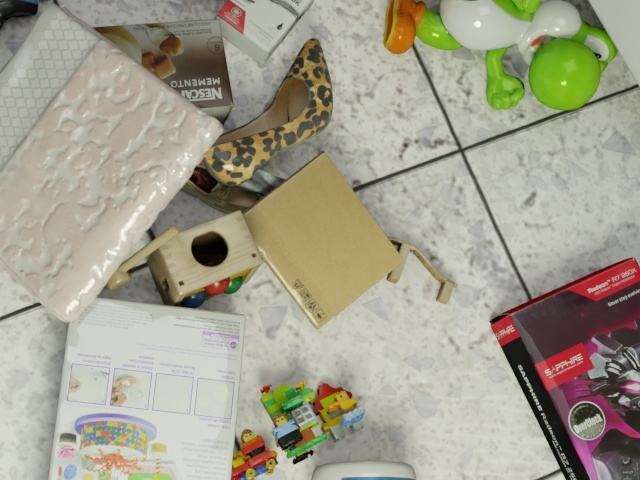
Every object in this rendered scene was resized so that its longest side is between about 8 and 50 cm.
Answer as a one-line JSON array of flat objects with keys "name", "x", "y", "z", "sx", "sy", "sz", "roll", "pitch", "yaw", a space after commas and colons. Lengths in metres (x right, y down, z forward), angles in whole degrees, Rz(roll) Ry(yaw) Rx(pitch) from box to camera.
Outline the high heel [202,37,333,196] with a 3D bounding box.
[{"name": "high heel", "x": -0.078, "y": -0.193, "z": 1.943, "sx": 0.186, "sy": 0.093, "sz": 0.261, "roll": 21, "pitch": 75, "yaw": -40}]

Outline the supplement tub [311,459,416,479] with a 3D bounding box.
[{"name": "supplement tub", "x": 0.060, "y": 0.403, "z": 1.820, "sx": 0.144, "sy": 0.144, "sz": 0.200, "roll": 3, "pitch": 75, "yaw": -13}]

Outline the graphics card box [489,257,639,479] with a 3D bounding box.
[{"name": "graphics card box", "x": 0.434, "y": 0.235, "z": 1.984, "sx": 0.232, "sy": 0.094, "sz": 0.371, "roll": -22, "pitch": 82, "yaw": -18}]

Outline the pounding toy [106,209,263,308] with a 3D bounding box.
[{"name": "pounding toy", "x": -0.189, "y": 0.042, "z": 1.839, "sx": 0.206, "sy": 0.181, "sz": 0.094, "roll": -22, "pitch": 81, "yaw": -18}]

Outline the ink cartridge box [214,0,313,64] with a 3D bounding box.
[{"name": "ink cartridge box", "x": -0.083, "y": -0.350, "z": 2.039, "sx": 0.099, "sy": 0.056, "sz": 0.135, "roll": 36, "pitch": 70, "yaw": -1}]

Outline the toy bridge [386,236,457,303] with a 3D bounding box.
[{"name": "toy bridge", "x": 0.117, "y": 0.032, "z": 1.998, "sx": 0.188, "sy": 0.026, "sz": 0.063, "roll": 23, "pitch": 70, "yaw": -7}]

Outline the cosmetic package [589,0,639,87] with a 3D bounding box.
[{"name": "cosmetic package", "x": 0.579, "y": -0.336, "z": 2.098, "sx": 0.230, "sy": 0.161, "sz": 0.453, "roll": -22, "pitch": 80, "yaw": -48}]

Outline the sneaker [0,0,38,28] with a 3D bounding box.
[{"name": "sneaker", "x": -0.491, "y": -0.302, "z": 1.932, "sx": 0.188, "sy": 0.067, "sz": 0.078, "roll": -27, "pitch": 104, "yaw": -20}]

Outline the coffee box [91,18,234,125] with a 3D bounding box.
[{"name": "coffee box", "x": -0.261, "y": -0.230, "z": 1.940, "sx": 0.246, "sy": 0.098, "sz": 0.141, "roll": -6, "pitch": 77, "yaw": -14}]

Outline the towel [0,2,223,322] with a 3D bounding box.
[{"name": "towel", "x": -0.342, "y": -0.110, "z": 1.809, "sx": 0.317, "sy": 0.053, "sz": 0.332, "roll": 38, "pitch": 91, "yaw": 18}]

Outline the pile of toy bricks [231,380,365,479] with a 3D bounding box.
[{"name": "pile of toy bricks", "x": -0.044, "y": 0.242, "z": 1.860, "sx": 0.212, "sy": 0.118, "sz": 0.105, "roll": -24, "pitch": 67, "yaw": -20}]

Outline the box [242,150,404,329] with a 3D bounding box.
[{"name": "box", "x": 0.000, "y": 0.000, "z": 1.937, "sx": 0.164, "sy": 0.021, "sz": 0.201, "roll": -38, "pitch": 101, "yaw": -7}]

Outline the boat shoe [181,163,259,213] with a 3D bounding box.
[{"name": "boat shoe", "x": -0.150, "y": -0.076, "z": 1.953, "sx": 0.135, "sy": 0.045, "sz": 0.050, "roll": 19, "pitch": 71, "yaw": -8}]

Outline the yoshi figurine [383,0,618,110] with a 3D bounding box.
[{"name": "yoshi figurine", "x": 0.288, "y": -0.304, "z": 2.057, "sx": 0.362, "sy": 0.203, "sz": 0.203, "roll": 15, "pitch": 88, "yaw": -12}]

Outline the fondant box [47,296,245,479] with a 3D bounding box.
[{"name": "fondant box", "x": -0.237, "y": 0.253, "z": 1.816, "sx": 0.238, "sy": 0.096, "sz": 0.330, "roll": 8, "pitch": 72, "yaw": -11}]
